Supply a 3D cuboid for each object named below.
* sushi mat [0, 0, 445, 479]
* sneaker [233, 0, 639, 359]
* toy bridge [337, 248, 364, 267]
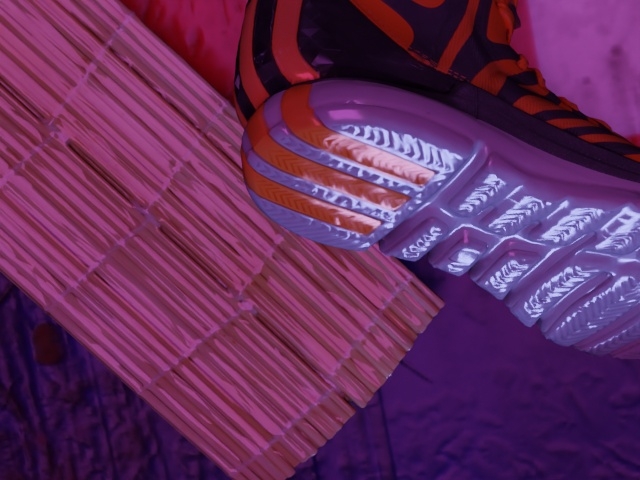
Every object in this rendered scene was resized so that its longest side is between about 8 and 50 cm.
[{"bbox_3d":[-0.095,-0.016,0.783,0.316,0.019,0.151,43,98,-7],"label":"sushi mat"},{"bbox_3d":[0.104,-0.063,0.740,0.321,0.180,0.124,24,136,-30],"label":"sneaker"},{"bbox_3d":[0.000,0.000,0.808,0.063,0.026,0.188,14,101,2],"label":"toy bridge"}]
